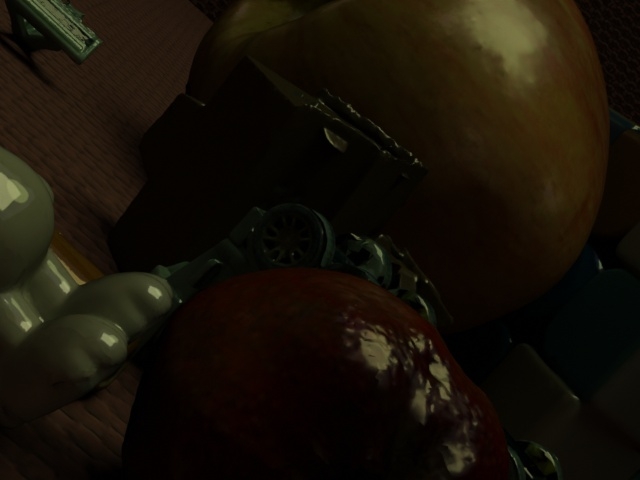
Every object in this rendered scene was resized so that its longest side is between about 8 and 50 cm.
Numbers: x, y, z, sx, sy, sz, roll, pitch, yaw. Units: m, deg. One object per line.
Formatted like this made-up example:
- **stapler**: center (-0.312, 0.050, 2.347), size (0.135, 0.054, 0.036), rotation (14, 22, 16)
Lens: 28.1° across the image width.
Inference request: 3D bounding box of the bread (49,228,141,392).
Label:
- **bread**: center (-0.133, 0.027, 0.636), size (0.103, 0.049, 0.062), rotation (46, 9, 9)

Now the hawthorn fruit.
- **hawthorn fruit**: center (-0.012, 0.084, 0.568), size (0.157, 0.157, 0.194), rotation (39, 5, -28)

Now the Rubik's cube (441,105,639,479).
- **Rubik's cube**: center (0.324, 0.119, 1.296), size (0.347, 0.344, 0.346), rotation (40, 7, -29)

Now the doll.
- **doll**: center (-0.182, -0.046, 0.486), size (0.208, 0.144, 0.271), rotation (-23, 85, -57)

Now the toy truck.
- **toy truck**: center (0.007, 0.090, 0.693), size (0.256, 0.140, 0.108), rotation (51, 10, 23)

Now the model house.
- **model house**: center (0.000, 0.000, 0.902), size (0.248, 0.181, 0.176), rotation (32, 13, -33)

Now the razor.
- **razor**: center (-0.263, -0.211, 1.238), size (0.111, 0.056, 0.278), rotation (43, 1, -10)

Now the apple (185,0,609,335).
- **apple**: center (0.079, -0.101, 1.181), size (0.346, 0.391, 0.391), rotation (56, 2, -26)
